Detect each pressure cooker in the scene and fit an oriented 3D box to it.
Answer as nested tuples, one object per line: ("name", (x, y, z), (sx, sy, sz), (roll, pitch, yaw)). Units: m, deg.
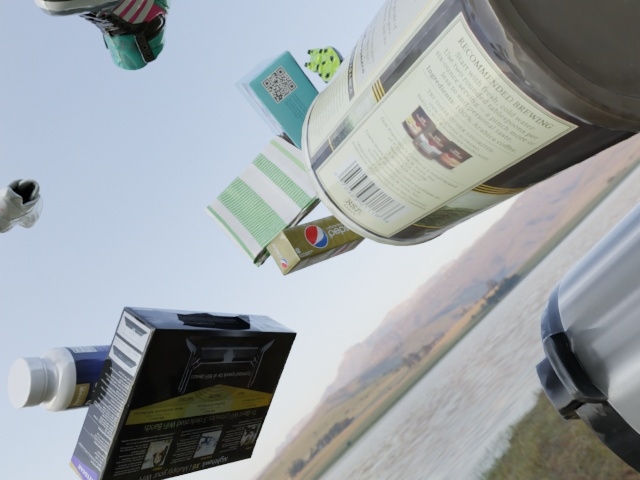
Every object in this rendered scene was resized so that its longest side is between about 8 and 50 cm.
("pressure cooker", (0.517, 0.120, 0.705), (0.375, 0.370, 0.420), (-49, -10, -47))

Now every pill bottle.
("pill bottle", (-0.365, 0.206, 0.807), (0.170, 0.094, 0.094), (10, -55, -52))

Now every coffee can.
("coffee can", (0.122, -0.126, 0.449), (0.202, 0.201, 0.275), (-36, 0, -27))

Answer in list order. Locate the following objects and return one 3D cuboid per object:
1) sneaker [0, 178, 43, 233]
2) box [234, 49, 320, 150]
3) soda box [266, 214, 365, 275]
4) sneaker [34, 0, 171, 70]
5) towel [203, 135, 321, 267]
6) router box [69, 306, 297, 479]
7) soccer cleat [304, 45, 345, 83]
("sneaker", (-0.649, -0.087, 1.179), (0.115, 0.090, 0.232), (-44, 16, 3))
("box", (-0.054, -0.187, 0.716), (0.060, 0.100, 0.244), (-40, 20, 1))
("soda box", (0.000, 0.000, 0.937), (0.181, 0.061, 0.058), (-19, -20, -44))
("sneaker", (-0.384, -0.398, 0.987), (0.295, 0.124, 0.178), (-45, -25, -48))
("towel", (-0.109, -0.124, 1.287), (0.325, 0.248, 0.038), (-47, -34, -1))
("router box", (-0.194, 0.236, 0.837), (0.309, 0.081, 0.242), (16, -85, -54))
("soccer cleat", (0.024, -0.310, 0.952), (0.073, 0.179, 0.060), (9, -69, -19))
